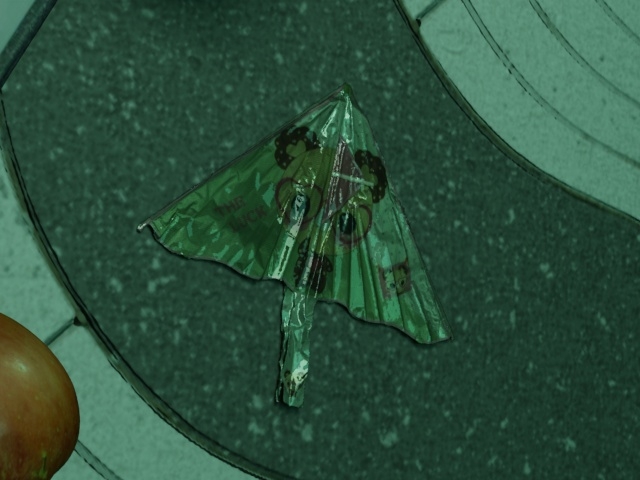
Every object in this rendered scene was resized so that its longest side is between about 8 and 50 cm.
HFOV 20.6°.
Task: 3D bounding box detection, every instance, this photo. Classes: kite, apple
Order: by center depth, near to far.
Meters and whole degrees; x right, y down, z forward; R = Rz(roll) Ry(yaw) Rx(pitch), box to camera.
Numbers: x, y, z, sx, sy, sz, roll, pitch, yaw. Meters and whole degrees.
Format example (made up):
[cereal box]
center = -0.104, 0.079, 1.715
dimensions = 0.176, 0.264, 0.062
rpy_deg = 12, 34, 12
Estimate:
[apple]
center = -0.234, 0.118, 1.109
dimensions = 0.139, 0.163, 0.163
rpy_deg = 47, 59, -10
[kite]
center = 0.000, 0.000, 1.392
dimensions = 0.323, 0.013, 0.268
rpy_deg = 23, 72, -34

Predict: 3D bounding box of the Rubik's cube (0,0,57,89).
[Rubik's cube]
center = -0.324, -0.155, 1.000
dimensions = 0.260, 0.259, 0.255
rpy_deg = 45, 63, -31
